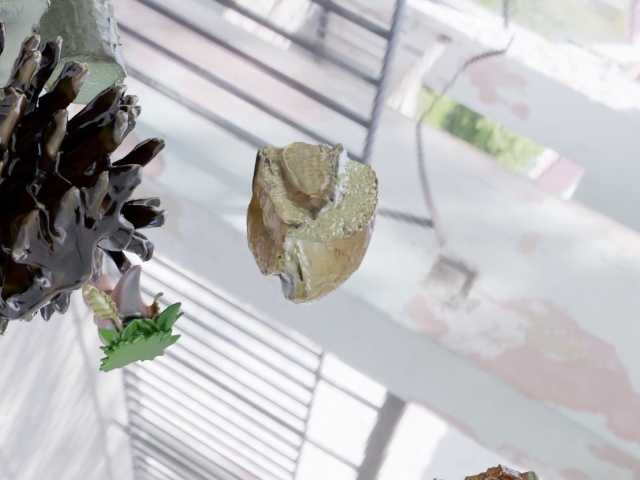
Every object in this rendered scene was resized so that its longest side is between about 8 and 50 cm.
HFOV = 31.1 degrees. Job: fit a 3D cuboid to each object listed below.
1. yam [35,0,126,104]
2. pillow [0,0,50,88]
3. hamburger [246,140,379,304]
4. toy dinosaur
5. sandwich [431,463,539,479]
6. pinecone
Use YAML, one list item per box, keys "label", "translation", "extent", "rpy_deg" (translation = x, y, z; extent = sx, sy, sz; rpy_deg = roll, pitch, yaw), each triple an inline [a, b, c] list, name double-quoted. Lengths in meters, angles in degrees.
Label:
- label: "yam"
  translation: [-0.439, -0.385, 2.024]
  extent: [0.161, 0.268, 0.161]
  rpy_deg: [-15, 163, -5]
- label: "pillow"
  translation: [-0.508, -0.303, 1.795]
  extent: [0.128, 0.051, 0.229]
  rpy_deg: [-10, 157, -35]
- label: "hamburger"
  translation: [0.000, 0.000, 1.198]
  extent: [0.208, 0.135, 0.155]
  rpy_deg: [-115, -152, -63]
- label: "toy dinosaur"
  translation: [-0.304, 0.101, 1.814]
  extent: [0.152, 0.177, 0.194]
  rpy_deg: [-18, 157, -22]
- label: "sandwich"
  translation: [0.157, 0.264, 1.166]
  extent: [0.029, 0.135, 0.067]
  rpy_deg: [-95, 174, -60]
- label: "pinecone"
  translation: [-0.370, -0.069, 1.434]
  extent: [0.398, 0.397, 0.398]
  rpy_deg: [-56, 167, -20]
